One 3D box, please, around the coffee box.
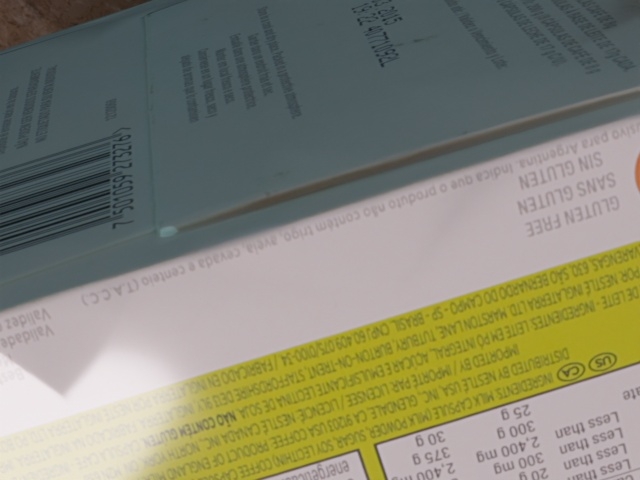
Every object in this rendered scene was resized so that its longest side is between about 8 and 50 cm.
[{"bbox_3d":[0.003,0.073,0.685,0.338,0.334,0.337,-18,25,2],"label":"coffee box"}]
